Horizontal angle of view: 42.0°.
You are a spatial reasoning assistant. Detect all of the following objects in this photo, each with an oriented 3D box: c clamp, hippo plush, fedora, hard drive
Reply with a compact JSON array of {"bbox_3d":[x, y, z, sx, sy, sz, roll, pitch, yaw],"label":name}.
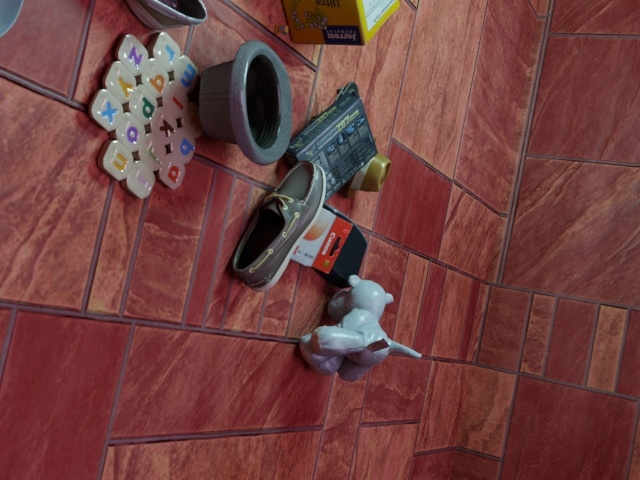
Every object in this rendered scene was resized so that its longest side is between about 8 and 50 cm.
[{"bbox_3d":[0.075,-0.343,2.189,0.137,0.022,0.161,-64,146,-38],"label":"c clamp"},{"bbox_3d":[0.078,0.206,2.162,0.234,0.294,0.237,24,53,-30],"label":"hippo plush"},{"bbox_3d":[0.136,-0.180,2.217,0.194,0.079,0.194,-63,173,-14],"label":"fedora"},{"bbox_3d":[-0.159,-0.269,1.651,0.275,0.124,0.244,-24,114,-71],"label":"fedora"},{"bbox_3d":[0.049,0.020,2.207,0.254,0.054,0.172,43,61,-57],"label":"hard drive"}]

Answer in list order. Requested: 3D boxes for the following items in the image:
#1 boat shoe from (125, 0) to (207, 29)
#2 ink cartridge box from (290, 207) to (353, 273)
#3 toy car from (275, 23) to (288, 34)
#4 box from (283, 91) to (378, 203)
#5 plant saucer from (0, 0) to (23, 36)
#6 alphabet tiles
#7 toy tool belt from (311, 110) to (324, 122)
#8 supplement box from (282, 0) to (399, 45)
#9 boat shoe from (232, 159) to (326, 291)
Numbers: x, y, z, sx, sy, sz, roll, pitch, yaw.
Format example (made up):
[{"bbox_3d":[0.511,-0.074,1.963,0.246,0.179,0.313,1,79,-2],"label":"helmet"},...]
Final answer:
[{"bbox_3d":[-0.305,-0.458,1.369,0.320,0.103,0.118,47,57,-56],"label":"boat shoe"},{"bbox_3d":[0.000,0.000,2.036,0.179,0.045,0.146,26,92,-39],"label":"ink cartridge box"},{"bbox_3d":[-0.102,-0.426,1.813,0.060,0.040,0.122,31,71,-60],"label":"toy car"},{"bbox_3d":[0.027,-0.218,2.025,0.232,0.059,0.183,-45,139,-20],"label":"box"},{"bbox_3d":[-0.488,-0.364,1.131,0.195,0.037,0.195,-25,119,-56],"label":"plant saucer"},{"bbox_3d":[-0.309,-0.227,1.516,0.278,0.021,0.284,47,58,-55],"label":"alphabet tiles"},{"bbox_3d":[0.005,-0.274,2.056,0.051,0.052,0.083,-34,133,-20],"label":"toy tool belt"},{"bbox_3d":[0.023,-0.631,1.823,0.194,0.195,0.357,-53,141,-40],"label":"supplement box"},{"bbox_3d":[-0.092,-0.046,1.855,0.325,0.116,0.097,-61,147,-11],"label":"boat shoe"}]
